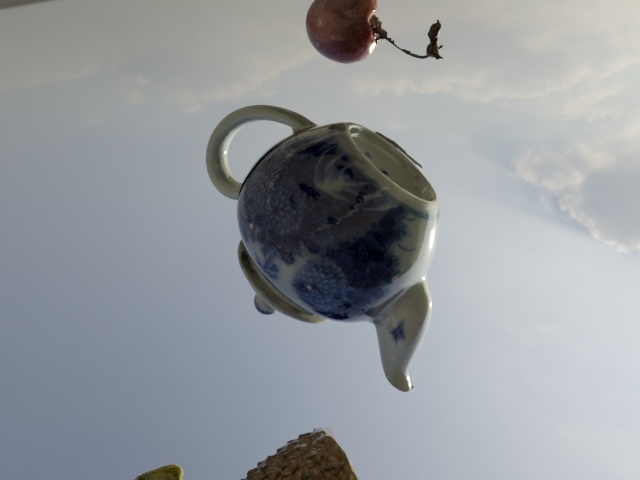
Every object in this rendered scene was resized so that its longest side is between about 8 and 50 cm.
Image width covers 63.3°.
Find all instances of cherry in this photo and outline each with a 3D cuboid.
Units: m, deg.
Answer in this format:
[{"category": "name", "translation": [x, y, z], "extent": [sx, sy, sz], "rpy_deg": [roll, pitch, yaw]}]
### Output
[{"category": "cherry", "translation": [0.070, -0.298, 0.710], "extent": [0.225, 0.107, 0.090], "rpy_deg": [15, -168, 35]}]

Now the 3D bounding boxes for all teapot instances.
[{"category": "teapot", "translation": [0.000, 0.000, 0.658], "extent": [0.424, 0.280, 0.252], "rpy_deg": [48, -153, 12]}]

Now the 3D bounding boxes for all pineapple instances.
[{"category": "pineapple", "translation": [-0.098, 0.456, 0.826], "extent": [0.362, 0.202, 0.202], "rpy_deg": [-19, -147, -22]}]

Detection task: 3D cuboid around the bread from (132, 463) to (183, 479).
[{"category": "bread", "translation": [-0.148, 0.337, 0.505], "extent": [0.088, 0.049, 0.226], "rpy_deg": [-3, -129, -39]}]
